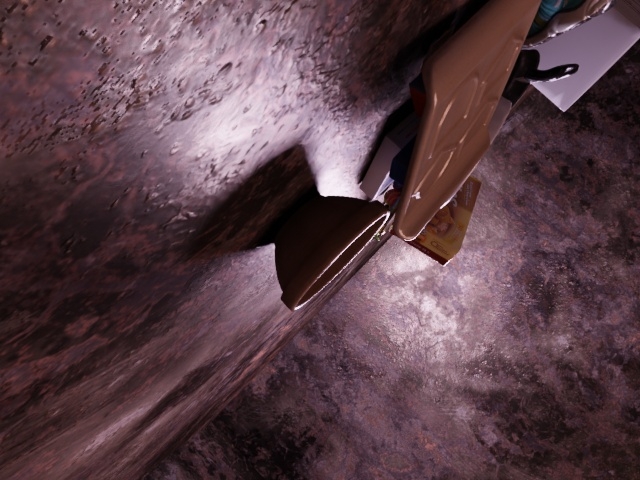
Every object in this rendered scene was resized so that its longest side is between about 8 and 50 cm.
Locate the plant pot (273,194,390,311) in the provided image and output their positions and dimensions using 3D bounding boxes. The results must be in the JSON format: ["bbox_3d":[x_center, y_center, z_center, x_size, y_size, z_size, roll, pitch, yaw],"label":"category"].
[{"bbox_3d":[0.000,0.000,0.887,0.237,0.110,0.237,-43,171,-8],"label":"plant pot"}]

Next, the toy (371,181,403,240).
[{"bbox_3d":[0.200,-0.111,1.445,0.237,0.056,0.137,-59,-178,-6],"label":"toy"}]

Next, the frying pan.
[{"bbox_3d":[0.448,-0.350,1.206,0.197,0.053,0.326,-58,-167,23],"label":"frying pan"}]

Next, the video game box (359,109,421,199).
[{"bbox_3d":[0.173,-0.191,1.033,0.187,0.048,0.205,-45,172,-22],"label":"video game box"}]

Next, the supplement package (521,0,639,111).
[{"bbox_3d":[0.653,-0.504,1.314,0.145,0.204,0.262,-39,170,-34],"label":"supplement package"}]

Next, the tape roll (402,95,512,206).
[{"bbox_3d":[0.304,-0.212,1.180,0.286,0.100,0.286,-57,178,-3],"label":"tape roll"}]

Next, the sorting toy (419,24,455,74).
[{"bbox_3d":[0.160,-0.263,0.746,0.062,0.012,0.083,-47,169,-22],"label":"sorting toy"}]

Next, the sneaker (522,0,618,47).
[{"bbox_3d":[0.426,-0.428,0.939,0.107,0.110,0.275,-28,-172,-3],"label":"sneaker"}]

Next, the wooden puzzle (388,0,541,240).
[{"bbox_3d":[0.213,-0.209,0.839,0.322,0.080,0.348,-47,155,-27],"label":"wooden puzzle"}]

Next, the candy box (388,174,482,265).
[{"bbox_3d":[0.332,-0.100,1.480,0.316,0.182,0.088,-59,-178,-41],"label":"candy box"}]

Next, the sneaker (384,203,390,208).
[{"bbox_3d":[0.231,-0.116,1.642,0.170,0.051,0.089,-48,172,-17],"label":"sneaker"}]
